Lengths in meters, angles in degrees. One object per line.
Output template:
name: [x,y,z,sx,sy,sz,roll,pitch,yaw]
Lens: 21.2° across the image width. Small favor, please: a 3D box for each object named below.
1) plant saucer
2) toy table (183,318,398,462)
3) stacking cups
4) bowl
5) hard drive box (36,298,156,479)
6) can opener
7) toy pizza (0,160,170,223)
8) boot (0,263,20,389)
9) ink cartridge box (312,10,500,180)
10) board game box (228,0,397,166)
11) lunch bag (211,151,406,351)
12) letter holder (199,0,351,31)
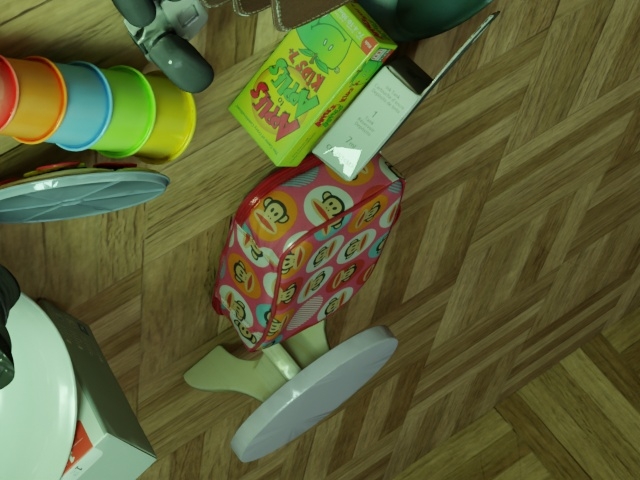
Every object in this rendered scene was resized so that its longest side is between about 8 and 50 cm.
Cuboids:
plant saucer: [0.167,-0.332,1.909,0.318,0.043,0.317,-35,159,-15]
toy table: [-0.047,0.168,2.413,0.274,0.161,0.252,-35,160,-12]
stacking cups: [-0.245,-0.119,1.560,0.096,0.096,0.316,-49,156,24]
bowl: [-0.406,0.177,1.744,0.298,0.134,0.297,-5,97,-42]
hard drive box: [-0.309,0.211,1.907,0.181,0.232,0.089,-44,137,8]
can opener: [-0.139,-0.211,1.535,0.076,0.095,0.283,-39,167,-4]
toy pizza: [-0.248,-0.051,1.669,0.201,0.032,0.201,-10,173,-1]
boot: [-0.366,0.021,1.590,0.083,0.161,0.246,-25,126,9]
ink cartridge box: [0.103,-0.185,1.947,0.239,0.060,0.275,-50,180,11]
board game box: [-0.010,-0.176,1.847,0.181,0.092,0.043,-49,159,23]
lunch bag: [0.000,0.000,2.197,0.258,0.120,0.293,-29,157,-30]
letter holder: [0.039,-0.304,1.529,0.302,0.152,0.214,-34,149,-17]
